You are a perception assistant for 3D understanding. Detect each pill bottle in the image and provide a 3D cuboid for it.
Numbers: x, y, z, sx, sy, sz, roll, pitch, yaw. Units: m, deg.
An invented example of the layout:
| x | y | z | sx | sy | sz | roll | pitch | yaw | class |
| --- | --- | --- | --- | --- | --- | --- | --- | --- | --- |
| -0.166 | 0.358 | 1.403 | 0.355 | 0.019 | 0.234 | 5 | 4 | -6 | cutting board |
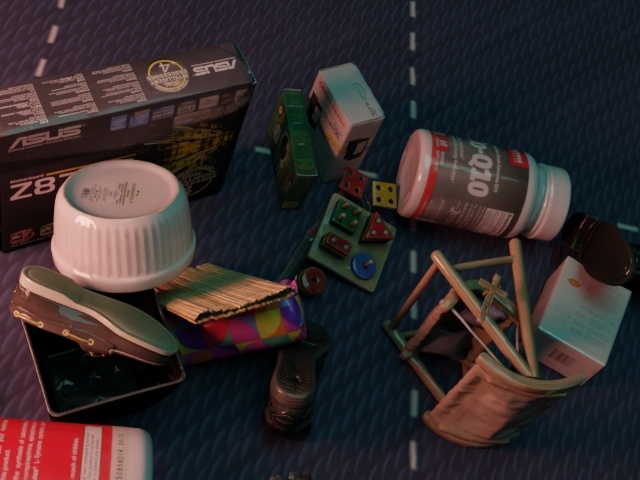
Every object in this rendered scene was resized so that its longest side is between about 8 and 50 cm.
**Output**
| x | y | z | sx | sy | sz | roll | pitch | yaw | class |
| --- | --- | --- | --- | --- | --- | --- | --- | --- | --- |
| 0.289 | -0.094 | 1.759 | 0.283 | 0.161 | 0.161 | 11 | 57 | -10 | pill bottle |
| -0.425 | 0.337 | 1.236 | 0.407 | 0.229 | 0.229 | 7 | 58 | -13 | pill bottle |

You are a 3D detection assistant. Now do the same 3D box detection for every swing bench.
| x | y | z | sx | sy | sz | roll | pitch | yaw | class |
| --- | --- | --- | --- | --- | --- | --- | --- | --- | --- |
| 0.243 | 0.173 | 1.527 | 0.165 | 0.253 | 0.255 | -9 | 62 | -21 | swing bench |

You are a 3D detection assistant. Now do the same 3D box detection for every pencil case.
| x | y | z | sx | sy | sz | roll | pitch | yaw | class |
| --- | --- | --- | --- | --- | --- | --- | --- | --- | --- |
| -0.135 | 0.123 | 1.482 | 0.236 | 0.104 | 0.104 | -16 | 62 | 7 | pencil case |

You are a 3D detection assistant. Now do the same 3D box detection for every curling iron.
| x | y | z | sx | sy | sz | roll | pitch | yaw | class |
| --- | --- | --- | --- | --- | --- | --- | --- | --- | --- |
| 0.000 | 0.000 | 1.689 | 0.068 | 0.035 | 0.274 | 37 | 56 | 7 | curling iron |

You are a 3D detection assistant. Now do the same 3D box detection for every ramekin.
| x | y | z | sx | sy | sz | roll | pitch | yaw | class |
| --- | --- | --- | --- | --- | --- | --- | --- | --- | --- |
| -0.281 | -0.029 | 1.403 | 0.207 | 0.109 | 0.207 | 3 | 35 | -2 | ramekin |

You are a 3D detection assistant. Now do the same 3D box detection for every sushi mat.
| x | y | z | sx | sy | sz | roll | pitch | yaw | class |
| --- | --- | --- | --- | --- | --- | --- | --- | --- | --- |
| -0.171 | 0.073 | 1.458 | 0.151 | 0.316 | 0.019 | -14 | 102 | -26 | sushi mat |

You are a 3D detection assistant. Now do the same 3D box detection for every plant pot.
| x | y | z | sx | sy | sz | roll | pitch | yaw | class |
| --- | --- | --- | --- | --- | --- | --- | --- | --- | --- |
| -0.321 | 0.171 | 1.407 | 0.187 | 0.167 | 0.188 | -13 | 65 | -24 | plant pot |

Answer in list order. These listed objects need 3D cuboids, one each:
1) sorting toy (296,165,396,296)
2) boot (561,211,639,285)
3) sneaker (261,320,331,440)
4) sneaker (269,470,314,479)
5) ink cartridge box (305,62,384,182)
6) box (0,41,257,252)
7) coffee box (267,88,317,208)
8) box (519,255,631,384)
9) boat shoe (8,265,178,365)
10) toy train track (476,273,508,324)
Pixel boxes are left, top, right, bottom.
| x | y | z | sx | sy | sz | roll | pitch | yaw | class |
| --- | --- | --- | --- | --- | --- | --- | --- | --- | --- |
| 0.065 | -0.008 | 1.679 | 0.132 | 0.046 | 0.275 | 30 | 62 | -15 | sorting toy |
| 0.562 | 0.040 | 1.724 | 0.229 | 0.091 | 0.263 | 24 | 17 | -14 | boot |
| -0.041 | 0.219 | 1.523 | 0.087 | 0.130 | 0.227 | 15 | 29 | -2 | sneaker |
| -0.106 | 0.426 | 1.359 | 0.276 | 0.098 | 0.135 | -26 | 70 | -26 | sneaker |
| 0.031 | -0.207 | 1.740 | 0.072 | 0.175 | 0.127 | -17 | 66 | -25 | ink cartridge box |
| -0.317 | -0.141 | 1.508 | 0.394 | 0.318 | 0.097 | -17 | 65 | -26 | box |
| -0.051 | -0.159 | 1.725 | 0.040 | 0.113 | 0.184 | 1 | 58 | -20 | coffee box |
| 0.441 | 0.138 | 1.706 | 0.130 | 0.091 | 0.170 | 30 | 56 | 4 | box |
| -0.301 | 0.113 | 1.310 | 0.227 | 0.069 | 0.081 | 27 | 16 | -4 | boat shoe |
| 0.241 | 0.085 | 1.419 | 0.048 | 0.014 | 0.083 | 30 | 61 | -6 | toy train track |
